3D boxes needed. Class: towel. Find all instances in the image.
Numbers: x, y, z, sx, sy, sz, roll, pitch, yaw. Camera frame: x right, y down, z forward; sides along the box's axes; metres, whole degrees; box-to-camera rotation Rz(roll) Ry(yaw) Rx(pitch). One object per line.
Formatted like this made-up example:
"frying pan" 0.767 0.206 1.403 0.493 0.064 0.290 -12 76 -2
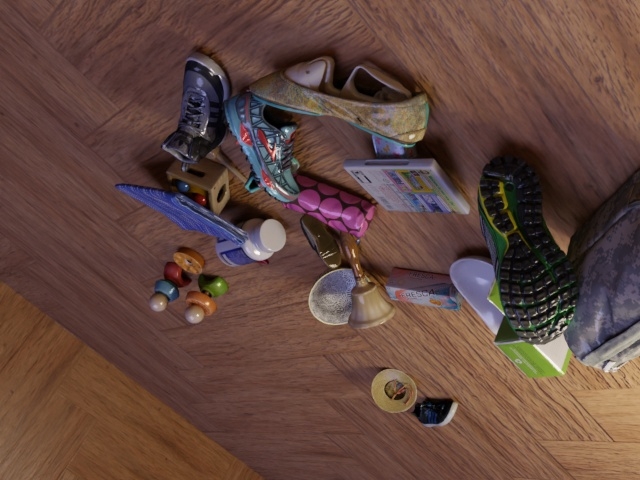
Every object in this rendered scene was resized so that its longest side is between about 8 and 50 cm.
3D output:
"towel" -0.356 -0.068 1.745 0.243 0.040 0.336 34 166 -37

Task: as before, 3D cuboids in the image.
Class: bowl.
"bowl" 0.043 0.129 1.802 0.170 0.170 0.080 51 -174 -30

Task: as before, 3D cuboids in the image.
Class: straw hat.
"straw hat" 0.236 0.465 2.150 0.145 0.144 0.061 15 -175 21

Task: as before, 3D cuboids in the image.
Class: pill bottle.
"pill bottle" -0.179 0.002 1.796 0.187 0.112 0.112 -13 128 47

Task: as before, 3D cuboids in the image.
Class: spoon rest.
"spoon rest" 0.392 0.134 1.568 0.137 0.084 0.276 -8 133 43

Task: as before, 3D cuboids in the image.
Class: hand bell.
"hand bell" 0.093 0.082 1.704 0.126 0.126 0.241 -4 112 40

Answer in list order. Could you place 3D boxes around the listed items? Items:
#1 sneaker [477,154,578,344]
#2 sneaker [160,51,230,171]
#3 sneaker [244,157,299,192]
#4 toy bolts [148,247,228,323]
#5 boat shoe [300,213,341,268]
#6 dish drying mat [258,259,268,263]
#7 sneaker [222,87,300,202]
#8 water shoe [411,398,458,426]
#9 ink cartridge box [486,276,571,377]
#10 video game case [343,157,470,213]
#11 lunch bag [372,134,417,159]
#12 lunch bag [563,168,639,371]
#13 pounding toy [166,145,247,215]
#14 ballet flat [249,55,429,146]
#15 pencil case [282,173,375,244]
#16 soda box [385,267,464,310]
"sneaker" 0.373 0.020 1.265 0.134 0.343 0.146 -11 173 6
"sneaker" -0.267 -0.259 1.468 0.101 0.153 0.268 22 147 10
"sneaker" -0.113 -0.148 1.573 0.065 0.076 0.167 43 145 -22
"toy bolts" -0.444 0.147 2.152 0.229 0.158 0.218 2 138 36
"boat shoe" 0.000 0.000 1.699 0.152 0.056 0.049 62 161 -5
"dish drying mat" -0.186 0.053 1.967 0.083 0.008 0.032 4 141 33
"sneaker" -0.096 -0.196 1.447 0.125 0.104 0.261 -24 117 14
"water shoe" 0.351 0.535 2.155 0.080 0.073 0.203 34 147 -4
"ink cartridge box" 0.426 0.137 1.450 0.255 0.188 0.097 43 147 -17
"video game case" 0.177 -0.108 1.393 0.194 0.023 0.212 4 160 33
"lunch bag" 0.143 -0.194 1.336 0.071 0.053 0.083 0 117 38
"lunch bag" 0.554 0.068 1.192 0.213 0.256 0.305 28 148 2
"pounding toy" -0.279 -0.146 1.686 0.181 0.094 0.206 22 147 11
"ballet flat" 0.036 -0.276 1.270 0.349 0.123 0.123 20 146 15
"pencil case" 0.015 -0.075 1.569 0.209 0.095 0.098 25 164 10
"soda box" 0.253 0.117 1.667 0.183 0.063 0.058 7 143 30
